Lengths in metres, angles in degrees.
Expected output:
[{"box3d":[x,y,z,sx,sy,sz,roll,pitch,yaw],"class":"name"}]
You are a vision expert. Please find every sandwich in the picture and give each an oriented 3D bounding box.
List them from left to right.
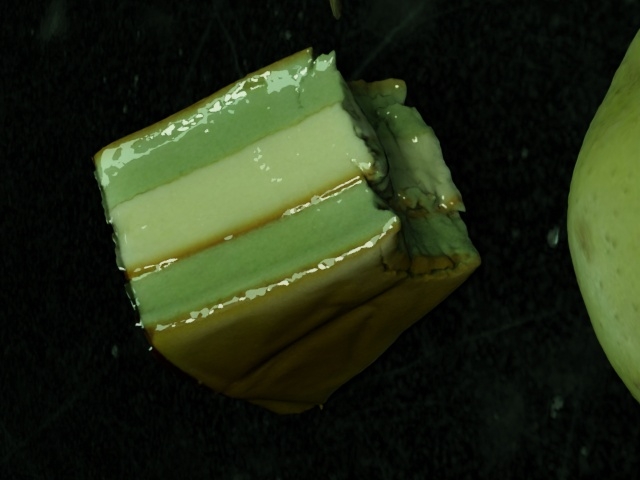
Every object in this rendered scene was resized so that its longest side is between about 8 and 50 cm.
[{"box3d":[0.000,-0.001,1.102,0.198,0.227,0.155,-25,66,13],"class":"sandwich"}]

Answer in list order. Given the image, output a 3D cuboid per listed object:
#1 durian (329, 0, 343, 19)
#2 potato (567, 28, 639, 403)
[{"box3d":[0.042,-0.226,1.040,0.148,0.091,0.188,35,111,61],"class":"durian"},{"box3d":[0.252,0.027,0.594,0.351,0.218,0.202,42,130,24],"class":"potato"}]
